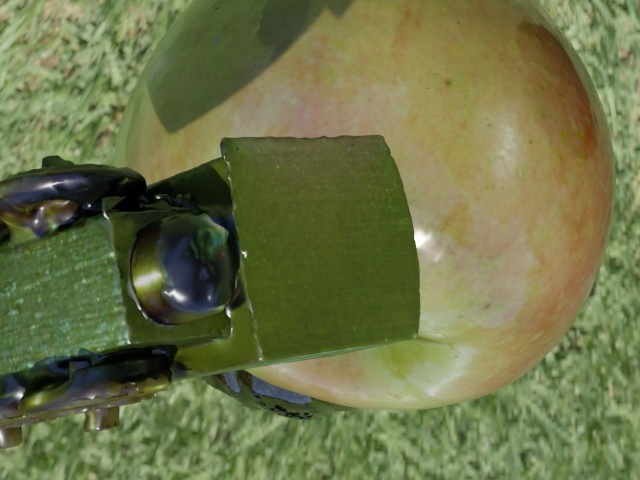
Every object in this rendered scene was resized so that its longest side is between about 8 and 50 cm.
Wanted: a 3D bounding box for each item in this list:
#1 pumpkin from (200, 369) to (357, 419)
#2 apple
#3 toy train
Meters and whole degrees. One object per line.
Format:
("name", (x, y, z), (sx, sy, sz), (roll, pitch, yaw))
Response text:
("pumpkin", (0.000, 0.000, 1.284), (0.320, 0.320, 0.192), (-20, 156, 18))
("apple", (0.031, -0.050, 0.971), (0.319, 0.277, 0.319), (14, 150, 8))
("toy train", (-0.083, 0.024, 0.551), (0.225, 0.137, 0.090), (-15, 83, 46))
